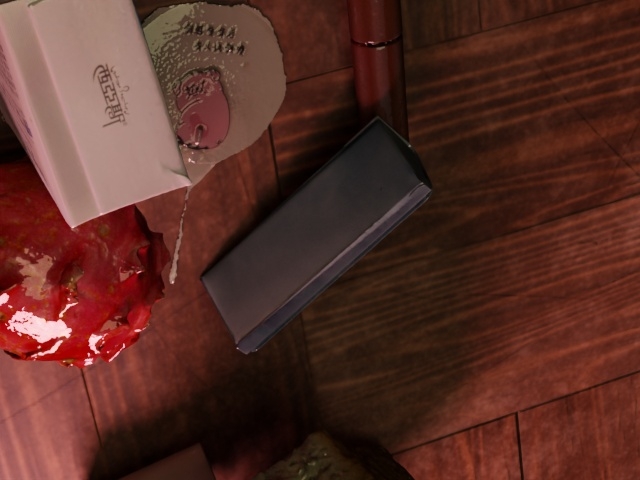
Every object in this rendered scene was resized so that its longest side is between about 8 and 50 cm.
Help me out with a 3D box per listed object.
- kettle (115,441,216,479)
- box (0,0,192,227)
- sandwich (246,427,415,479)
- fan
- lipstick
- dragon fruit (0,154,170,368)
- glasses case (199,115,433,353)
[{"bbox_3d":[-0.183,0.298,1.595,0.148,0.127,0.098,-22,88,-8],"label":"kettle"},{"bbox_3d":[-0.228,-0.163,1.245,0.116,0.274,0.203,-22,119,-14],"label":"box"},{"bbox_3d":[-0.030,0.335,1.558,0.262,0.131,0.325,-44,158,4],"label":"sandwich"},{"bbox_3d":[-0.129,-0.094,1.470,0.182,0.010,0.310,1,113,-22],"label":"fan"},{"bbox_3d":[0.053,-0.254,1.441,0.057,0.057,0.357,-14,119,-15],"label":"lipstick"},{"bbox_3d":[-0.273,0.010,1.359,0.268,0.210,0.205,29,84,-24],"label":"dragon fruit"},{"bbox_3d":[0.000,0.000,1.493,0.266,0.105,0.056,-42,148,17],"label":"glasses case"}]
